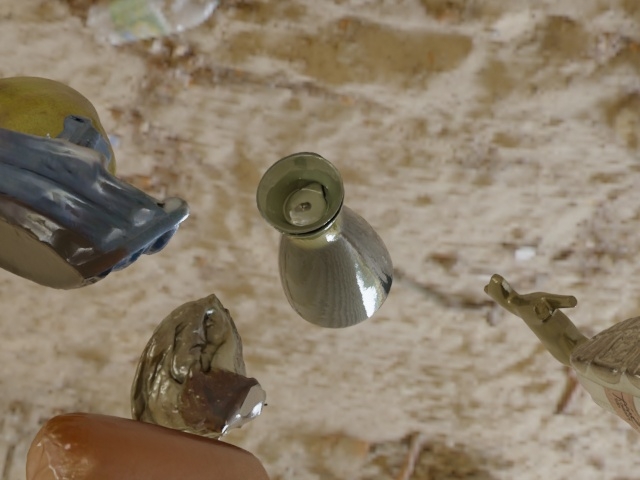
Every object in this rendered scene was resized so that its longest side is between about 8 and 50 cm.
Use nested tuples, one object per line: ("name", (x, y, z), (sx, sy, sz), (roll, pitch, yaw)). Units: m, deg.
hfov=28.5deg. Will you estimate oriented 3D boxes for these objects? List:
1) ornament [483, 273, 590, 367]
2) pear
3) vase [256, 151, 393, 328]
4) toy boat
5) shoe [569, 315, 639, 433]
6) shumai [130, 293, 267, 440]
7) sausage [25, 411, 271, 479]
("ornament", (0.421, 0.147, 2.356), (0.230, 0.061, 0.245), (47, 162, -16))
("pear", (-0.309, -0.077, 1.319), (0.200, 0.200, 0.200), (6, 157, 3))
("vase", (0.000, 0.000, 1.803), (0.173, 0.173, 0.321), (2, 159, 12))
("toy boat", (-0.221, -0.045, 1.056), (0.309, 0.142, 0.129), (15, 145, 42))
("shoe", (0.465, 0.221, 1.560), (0.172, 0.198, 0.351), (-24, -156, -32))
("shumai", (-0.120, 0.163, 1.402), (0.120, 0.201, 0.201), (14, 162, 28))
("sausage", (-0.145, 0.218, 1.127), (0.105, 0.105, 0.274), (-12, 157, 38))
